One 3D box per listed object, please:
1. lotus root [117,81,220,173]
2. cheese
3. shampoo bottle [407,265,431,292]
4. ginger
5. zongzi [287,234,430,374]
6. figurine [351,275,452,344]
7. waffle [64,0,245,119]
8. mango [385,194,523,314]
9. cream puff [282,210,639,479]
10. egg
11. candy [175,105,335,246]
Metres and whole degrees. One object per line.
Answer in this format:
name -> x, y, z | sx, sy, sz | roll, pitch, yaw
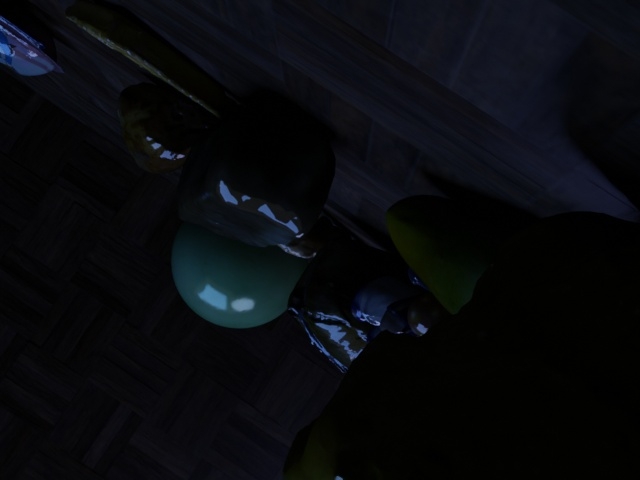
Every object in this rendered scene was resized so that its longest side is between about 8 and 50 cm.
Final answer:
lotus root -> -0.174, -0.122, 1.447 | 0.159, 0.095, 0.135 | 29, 174, -18
cheese -> -0.421, -0.281, 1.617 | 0.189, 0.074, 0.286 | 34, 175, -20
shampoo bottle -> 0.191, 0.074, 1.068 | 0.258, 0.061, 0.104 | 32, 170, 30
ginger -> 0.000, 0.000, 1.643 | 0.075, 0.089, 0.288 | -11, 148, 29
zongzi -> 0.168, 0.144, 1.458 | 0.356, 0.174, 0.393 | 44, 162, -31
figurine -> 0.125, 0.118, 1.020 | 0.194, 0.133, 0.274 | 64, 167, -6
waffle -> -0.150, -0.164, 1.170 | 0.191, 0.032, 0.125 | 35, 176, -37
mango -> 0.130, 0.024, 0.882 | 0.122, 0.086, 0.191 | 23, -167, -33
cream puff -> 0.159, 0.140, 0.614 | 0.323, 0.270, 0.274 | 27, -160, -41
egg -> -0.130, 0.032, 1.957 | 0.220, 0.220, 0.270 | 34, -172, 1
candy -> -0.061, -0.055, 1.094 | 0.104, 0.102, 0.234 | 26, 168, -14
